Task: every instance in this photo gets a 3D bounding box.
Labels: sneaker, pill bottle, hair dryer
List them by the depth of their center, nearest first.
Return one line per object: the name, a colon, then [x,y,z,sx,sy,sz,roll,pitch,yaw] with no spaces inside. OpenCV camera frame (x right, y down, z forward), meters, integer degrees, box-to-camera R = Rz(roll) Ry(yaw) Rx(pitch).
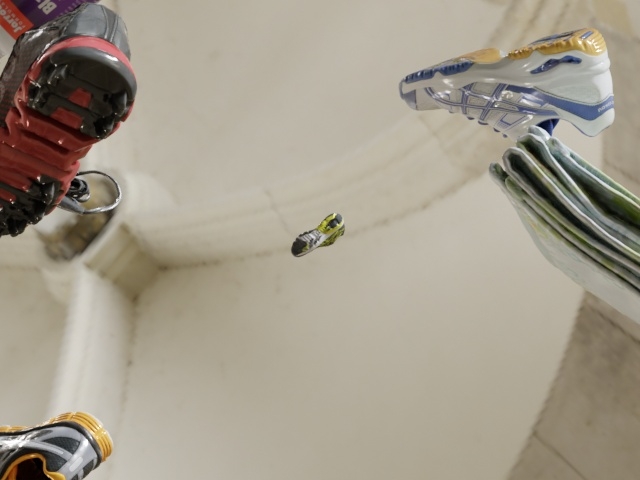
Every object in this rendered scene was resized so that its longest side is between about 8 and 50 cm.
sneaker: [-0.249,-0.107,1.244,0.276,0.097,0.135,-42,-147,36]
pill bottle: [-0.288,-0.246,1.384,0.193,0.108,0.108,-38,-140,7]
sneaker: [-0.311,0.235,1.429,0.214,0.084,0.083,-25,-163,31]
sneaker: [0.218,-0.166,1.703,0.296,0.131,0.112,-3,-161,47]
sneaker: [0.000,0.000,1.873,0.083,0.035,0.031,-34,-130,-2]
hair dryer: [-0.440,-0.111,1.954,0.223,0.293,0.080,43,-49,46]

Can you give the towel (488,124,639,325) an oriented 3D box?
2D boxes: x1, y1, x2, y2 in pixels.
towel: [0.348,0.042,1.484,0.320,0.374,0.090,41,-87,28]
